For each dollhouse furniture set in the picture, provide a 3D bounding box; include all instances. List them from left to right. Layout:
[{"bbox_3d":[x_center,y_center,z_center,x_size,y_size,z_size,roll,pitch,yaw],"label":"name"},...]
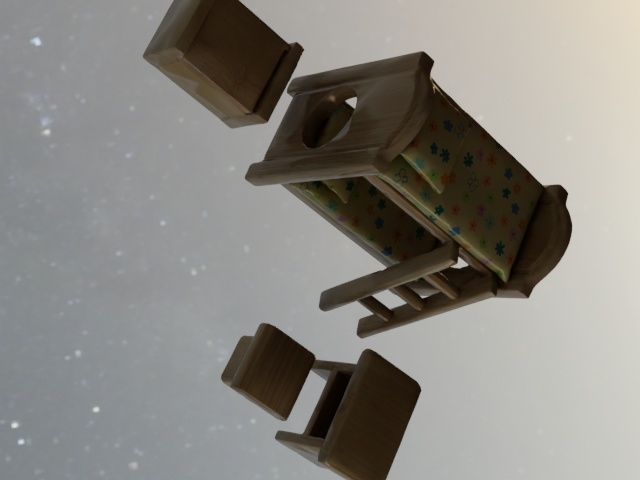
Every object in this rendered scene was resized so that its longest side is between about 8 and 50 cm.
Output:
[{"bbox_3d":[0.000,0.000,0.491,0.182,0.101,0.161,37,-113,-32],"label":"dollhouse furniture set"}]
